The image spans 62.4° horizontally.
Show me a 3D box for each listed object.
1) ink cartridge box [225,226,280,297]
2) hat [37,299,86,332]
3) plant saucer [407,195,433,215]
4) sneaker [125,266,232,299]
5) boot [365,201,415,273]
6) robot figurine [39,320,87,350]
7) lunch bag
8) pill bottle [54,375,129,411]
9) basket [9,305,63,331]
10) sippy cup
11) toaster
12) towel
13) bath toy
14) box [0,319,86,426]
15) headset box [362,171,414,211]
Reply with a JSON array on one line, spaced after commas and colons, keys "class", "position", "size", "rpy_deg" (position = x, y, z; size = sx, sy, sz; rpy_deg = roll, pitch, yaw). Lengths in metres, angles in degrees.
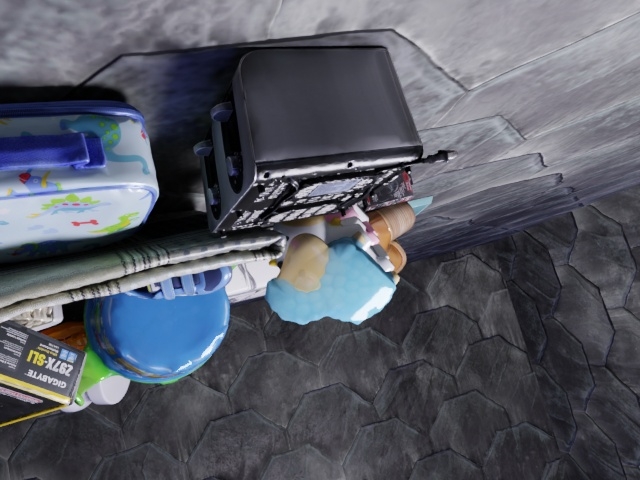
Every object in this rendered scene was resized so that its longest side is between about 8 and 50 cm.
[{"class": "ink cartridge box", "position": [-0.199, 0.066, 1.069], "size": [0.272, 0.115, 0.198], "rpy_deg": [-11, 170, -26]}, {"class": "hat", "position": [-0.514, 0.193, 1.113], "size": [0.331, 0.134, 0.331], "rpy_deg": [-14, 156, -6]}, {"class": "plant saucer", "position": [0.210, -0.067, 1.259], "size": [0.067, 0.018, 0.192], "rpy_deg": [-14, 172, -8]}, {"class": "sneaker", "position": [-0.179, 0.048, 0.650], "size": [0.144, 0.053, 0.059], "rpy_deg": [-7, -172, 15]}, {"class": "boot", "position": [0.088, 0.040, 1.180], "size": [0.220, 0.109, 0.283], "rpy_deg": [-27, 160, -19]}, {"class": "robot figurine", "position": [-0.521, 0.157, 0.845], "size": [0.291, 0.211, 0.085], "rpy_deg": [-22, -175, -25]}, {"class": "lunch bag", "position": [-0.245, -0.041, 0.415], "size": [0.218, 0.090, 0.176], "rpy_deg": [-11, 171, -26]}, {"class": "pill bottle", "position": [-0.702, 0.339, 1.379], "size": [0.362, 0.210, 0.210], "rpy_deg": [-1, 172, 5]}, {"class": "basket", "position": [-0.464, 0.081, 0.732], "size": [0.167, 0.113, 0.103], "rpy_deg": [-18, 169, 17]}, {"class": "sippy cup", "position": [-0.240, 0.110, 0.806], "size": [0.240, 0.306, 0.224], "rpy_deg": [17, 167, -18]}, {"class": "toaster", "position": [-0.011, -0.083, 0.481], "size": [0.185, 0.110, 0.168], "rpy_deg": [-11, 171, -25]}, {"class": "towel", "position": [-0.240, 0.023, 0.589], "size": [0.324, 0.056, 0.312], "rpy_deg": [-12, -167, -29]}, {"class": "bath toy", "position": [0.000, 0.000, 0.716], "size": [0.129, 0.151, 0.348], "rpy_deg": [-40, -168, 10]}, {"class": "box", "position": [-0.497, 0.135, 0.625], "size": [0.257, 0.079, 0.322], "rpy_deg": [-20, 138, 30]}, {"class": "headset box", "position": [0.101, -0.086, 0.810], "size": [0.083, 0.062, 0.032], "rpy_deg": [-15, 172, -6]}]
